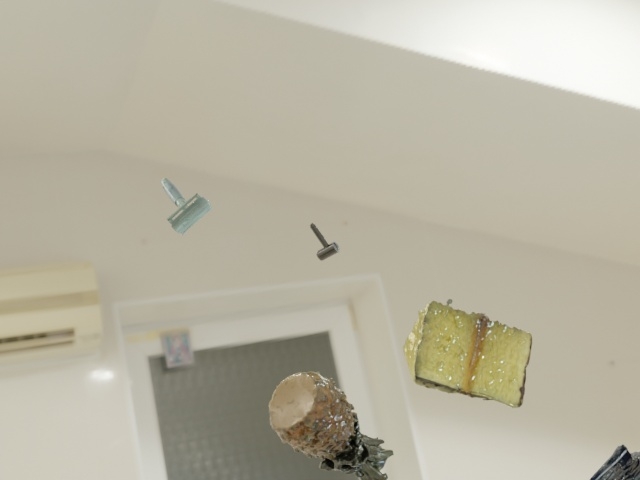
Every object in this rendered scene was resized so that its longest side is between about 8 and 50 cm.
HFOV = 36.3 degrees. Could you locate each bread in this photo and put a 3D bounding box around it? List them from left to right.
[{"bbox_3d":[0.304,0.247,2.022,0.266,0.178,0.142,18,-30,-14],"label":"bread"}]

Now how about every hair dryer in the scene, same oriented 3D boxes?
[{"bbox_3d":[0.000,0.000,2.086,0.047,0.083,0.026,-29,14,21],"label":"hair dryer"}]

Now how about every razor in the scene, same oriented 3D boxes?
[{"bbox_3d":[-0.227,-0.067,1.549,0.068,0.135,0.040,-41,-51,-3],"label":"razor"}]

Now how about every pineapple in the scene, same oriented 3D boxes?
[{"bbox_3d":[0.029,0.355,1.823,0.141,0.170,0.310,-46,-49,0],"label":"pineapple"}]

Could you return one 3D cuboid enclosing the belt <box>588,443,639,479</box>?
[{"bbox_3d":[0.458,0.419,1.518,0.218,0.128,0.122,-45,11,-8],"label":"belt"}]
